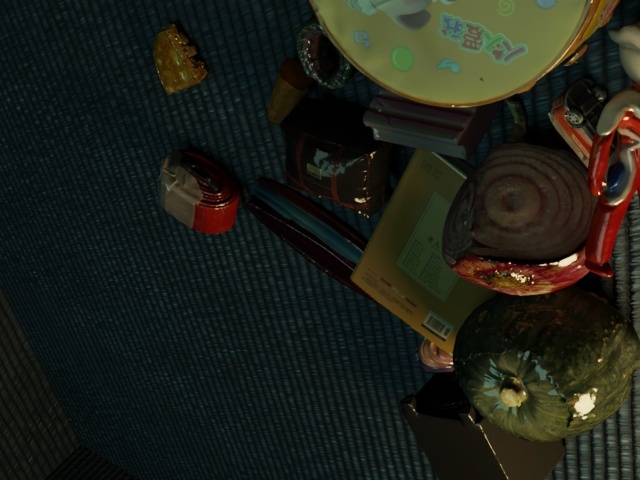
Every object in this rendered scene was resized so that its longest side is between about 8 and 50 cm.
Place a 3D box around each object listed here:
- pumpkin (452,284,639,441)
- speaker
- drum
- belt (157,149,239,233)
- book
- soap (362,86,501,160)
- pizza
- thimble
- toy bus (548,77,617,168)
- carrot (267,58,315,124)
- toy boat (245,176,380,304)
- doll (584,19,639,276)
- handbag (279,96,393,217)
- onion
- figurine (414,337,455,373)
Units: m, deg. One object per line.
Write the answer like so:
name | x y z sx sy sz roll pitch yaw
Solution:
pumpkin | 0.393 0.207 1.889 0.291 0.257 0.327 47 143 8
speaker | 0.330 0.379 2.213 0.232 0.184 0.254 0 125 52
drum | 0.193 -0.394 1.394 0.431 0.214 0.431 14 121 25
belt | -0.273 -0.115 2.404 0.201 0.128 0.124 34 145 13
book | 0.223 0.022 2.012 0.269 0.032 0.389 38 134 12
soap | 0.181 -0.211 1.785 0.203 0.122 0.065 18 159 39
pizza | -0.289 -0.364 2.227 0.134 0.046 0.175 39 147 13
thimble | 0.026 -0.337 1.858 0.118 0.090 0.135 29 144 25
toy bus | 0.417 -0.159 1.628 0.174 0.079 0.077 49 157 -5
carrot | -0.068 -0.273 2.070 0.072 0.072 0.205 44 154 3
toy boat | 0.000 0.000 2.281 0.392 0.079 0.136 36 144 11
doll | 0.453 -0.142 1.519 0.099 0.188 0.384 30 131 51
handbag | 0.033 -0.150 1.995 0.215 0.155 0.169 24 144 29
onion | 0.330 -0.020 1.749 0.256 0.272 0.230 33 161 16
figurine | 0.251 0.198 2.171 0.126 0.114 0.157 -4 126 2
